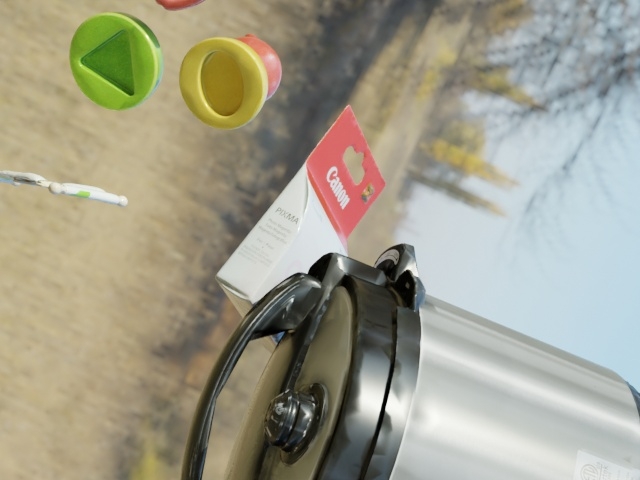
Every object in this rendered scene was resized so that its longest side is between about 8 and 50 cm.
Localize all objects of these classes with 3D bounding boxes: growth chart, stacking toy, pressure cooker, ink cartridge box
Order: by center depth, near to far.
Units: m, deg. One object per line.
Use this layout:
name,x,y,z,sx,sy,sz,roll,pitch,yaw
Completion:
pressure cooker,0.076,0.227,1.532,0.370,0.420,0.375,-91,-153,-56
ink cartridge box,0.000,0.000,1.669,0.232,0.066,0.189,-49,152,-11
growth chart,-0.366,-0.074,2.053,0.172,0.237,0.021,12,89,-54
stacking toy,-0.188,-0.308,2.082,0.130,0.279,0.309,-38,126,-62
